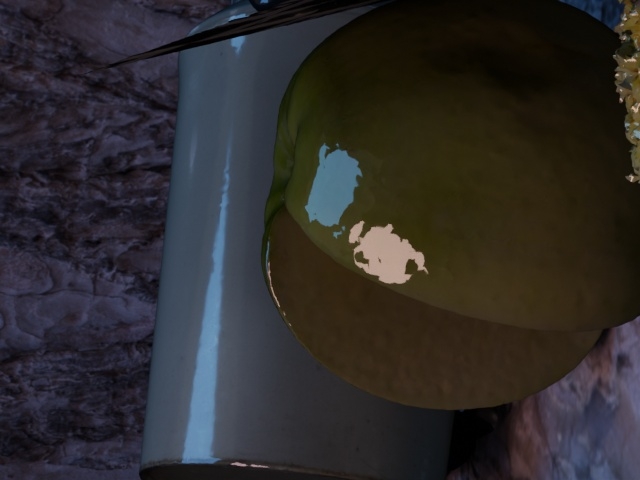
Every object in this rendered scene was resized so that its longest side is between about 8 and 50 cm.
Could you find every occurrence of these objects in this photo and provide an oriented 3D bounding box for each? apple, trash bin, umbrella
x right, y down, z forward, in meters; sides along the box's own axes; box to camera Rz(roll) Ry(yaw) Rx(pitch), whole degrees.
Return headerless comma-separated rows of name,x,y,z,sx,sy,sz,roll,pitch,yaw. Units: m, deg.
apple,0.093,-0.027,1.102,0.292,0.254,0.292,-171,90,-78
trash bin,0.000,0.000,1.360,0.280,0.280,0.432,130,149,-69
umbrella,0.102,0.184,1.435,0.248,0.071,0.071,140,133,-65

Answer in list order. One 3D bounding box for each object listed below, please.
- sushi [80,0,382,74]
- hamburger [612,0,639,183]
sushi,0.061,-0.199,0.908,0.373,0.296,0.100,-8,99,55
hamburger,0.216,-0.061,0.732,0.261,0.139,0.243,97,160,-73
